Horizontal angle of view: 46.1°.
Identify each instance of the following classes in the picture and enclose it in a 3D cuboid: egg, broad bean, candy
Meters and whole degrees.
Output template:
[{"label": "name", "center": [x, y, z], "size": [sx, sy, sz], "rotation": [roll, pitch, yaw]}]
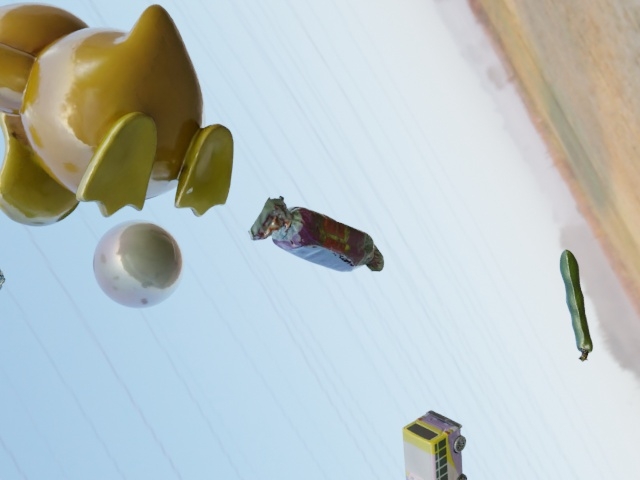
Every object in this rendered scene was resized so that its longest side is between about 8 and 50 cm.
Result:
[{"label": "egg", "center": [-0.209, 0.027, 0.869], "size": [0.103, 0.103, 0.135], "rotation": [63, 168, 6]}, {"label": "broad bean", "center": [0.511, 0.130, 1.503], "size": [0.069, 0.039, 0.227], "rotation": [32, -131, -62]}, {"label": "candy", "center": [0.000, 0.000, 0.679], "size": [0.175, 0.043, 0.045], "rotation": [21, -110, -43]}]

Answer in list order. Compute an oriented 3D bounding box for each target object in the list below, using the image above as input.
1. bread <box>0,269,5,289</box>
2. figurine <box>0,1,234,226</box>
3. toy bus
[{"label": "bread", "center": [-0.705, 0.043, 1.482], "size": [0.110, 0.103, 0.156], "rotation": [50, 166, 30]}, {"label": "figurine", "center": [-0.200, -0.113, 0.648], "size": [0.215, 0.228, 0.215], "rotation": [1, -92, -58]}, {"label": "toy bus", "center": [0.120, 0.241, 0.798], "size": [0.058, 0.052, 0.102], "rotation": [-18, -69, -35]}]
